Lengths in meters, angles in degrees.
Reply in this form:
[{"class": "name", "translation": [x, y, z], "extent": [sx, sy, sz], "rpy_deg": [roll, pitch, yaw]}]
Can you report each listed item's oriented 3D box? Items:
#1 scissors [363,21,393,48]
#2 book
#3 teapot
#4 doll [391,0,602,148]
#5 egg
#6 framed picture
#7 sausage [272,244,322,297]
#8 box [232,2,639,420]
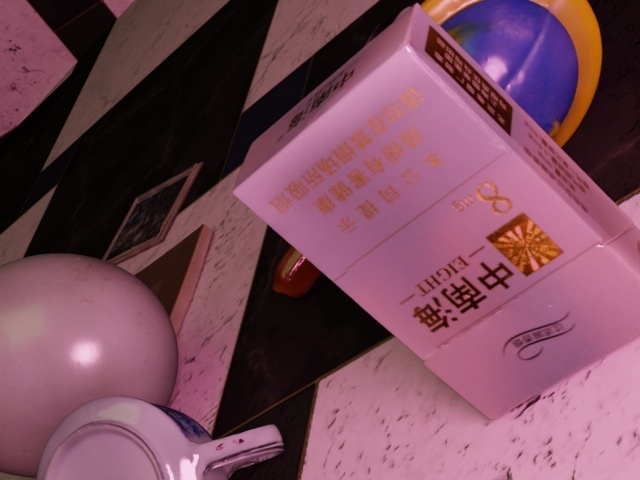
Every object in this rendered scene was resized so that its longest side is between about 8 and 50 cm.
[{"class": "scissors", "translation": [0.082, -0.174, 1.165], "extent": [0.300, 0.022, 0.109], "rpy_deg": [-42, -31, -61]}, {"class": "book", "translation": [-0.257, 0.124, 1.480], "extent": [0.310, 0.021, 0.216], "rpy_deg": [-32, 29, 38]}, {"class": "teapot", "translation": [-0.138, 0.205, 1.011], "extent": [0.232, 0.159, 0.159], "rpy_deg": [-27, 31, 21]}, {"class": "doll", "translation": [0.099, -0.118, 1.010], "extent": [0.311, 0.160, 0.242], "rpy_deg": [-53, 23, 21]}, {"class": "egg", "translation": [-0.294, 0.134, 1.259], "extent": [0.371, 0.230, 0.230], "rpy_deg": [-17, 41, 48]}, {"class": "framed picture", "translation": [-0.243, -0.033, 1.697], "extent": [0.183, 0.011, 0.142], "rpy_deg": [-22, 37, 49]}, {"class": "sausage", "translation": [0.000, 0.000, 1.160], "extent": [0.131, 0.041, 0.039], "rpy_deg": [-53, 28, -3]}, {"class": "box", "translation": [0.086, -0.009, 0.756], "extent": [0.155, 0.243, 0.067], "rpy_deg": [-38, 20, 32]}]
